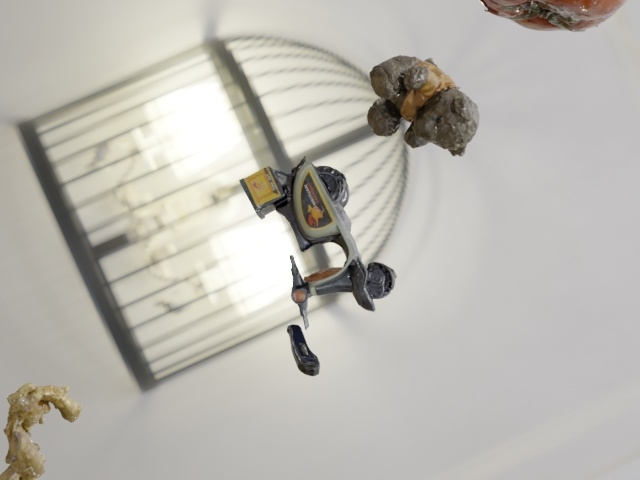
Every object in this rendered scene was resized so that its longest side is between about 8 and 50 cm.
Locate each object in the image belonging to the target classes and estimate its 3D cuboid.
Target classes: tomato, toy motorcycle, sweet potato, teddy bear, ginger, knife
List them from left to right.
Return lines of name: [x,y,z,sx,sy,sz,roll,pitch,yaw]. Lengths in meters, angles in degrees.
ginger: [-0.498,0.328,2.126,0.052,0.193,0.176,23,-37,54]
knife: [-0.026,0.150,1.746,0.121,0.031,0.018,-112,-155,-55]
toy motorcycle: [0.000,0.000,1.845,0.263,0.157,0.091,64,2,11]
sweet potato: [0.018,0.064,2.165,0.034,0.095,0.034,-12,90,-85]
teddy bear: [0.177,-0.221,2.045,0.190,0.140,0.177,42,-24,26]
tomato: [0.291,-0.338,1.631,0.237,0.237,0.095,129,-22,-81]
